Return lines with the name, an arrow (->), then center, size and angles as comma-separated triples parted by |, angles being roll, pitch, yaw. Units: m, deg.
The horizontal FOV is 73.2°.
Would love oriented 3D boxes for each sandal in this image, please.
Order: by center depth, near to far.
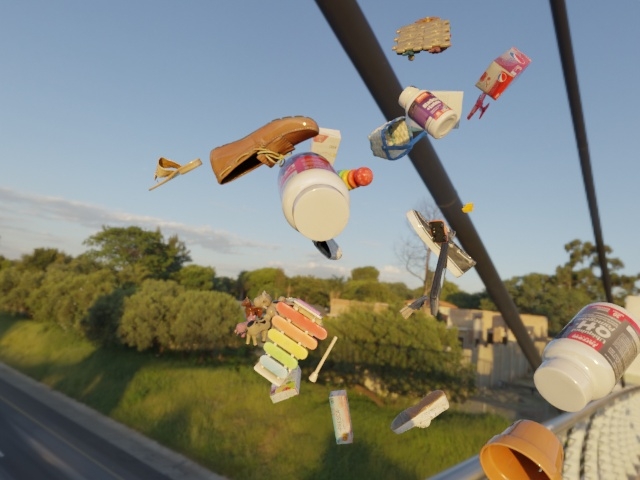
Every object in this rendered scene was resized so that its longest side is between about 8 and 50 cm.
sandal -> -0.481, -0.236, 1.379 | 0.240, 0.079, 0.088 | -17, 20, 32

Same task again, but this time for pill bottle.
pill bottle -> 0.721, 0.314, 1.167 | 0.319, 0.176, 0.176 | -28, 10, -30
pill bottle -> 0.360, -0.442, 1.465 | 0.193, 0.108, 0.108 | 49, 13, 26
pill bottle -> -0.026, -0.154, 1.480 | 0.229, 0.229, 0.407 | 8, 21, -12

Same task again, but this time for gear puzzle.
gear puzzle -> 0.333, -0.664, 1.401 | 0.176, 0.339, 0.044 | -1, -48, 17

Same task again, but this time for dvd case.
dvd case -> 0.366, 0.122, 1.328 | 0.022, 0.180, 0.253 | 12, -17, 19

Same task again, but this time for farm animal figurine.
farm animal figurine -> -0.222, 0.325, 1.944 | 0.327, 0.172, 0.330 | 1, 16, -14

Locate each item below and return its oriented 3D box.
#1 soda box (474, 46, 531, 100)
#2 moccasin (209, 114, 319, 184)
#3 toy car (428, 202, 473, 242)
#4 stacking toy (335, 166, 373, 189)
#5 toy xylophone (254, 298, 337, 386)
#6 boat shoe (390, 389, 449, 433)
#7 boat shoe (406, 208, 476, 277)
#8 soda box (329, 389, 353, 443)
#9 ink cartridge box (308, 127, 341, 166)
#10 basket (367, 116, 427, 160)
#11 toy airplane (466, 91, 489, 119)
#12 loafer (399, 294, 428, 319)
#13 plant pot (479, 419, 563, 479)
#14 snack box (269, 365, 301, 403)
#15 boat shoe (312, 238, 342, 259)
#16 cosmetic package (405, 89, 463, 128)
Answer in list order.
soda box -> 0.585, -0.533, 1.370 | 0.083, 0.263, 0.092 | 41, -44, 9
moccasin -> -0.179, -0.288, 1.398 | 0.380, 0.147, 0.139 | -20, -13, 6
toy car -> 0.299, -0.039, 0.963 | 0.122, 0.060, 0.040 | -26, 13, 39
stacking toy -> 0.131, -0.285, 2.073 | 0.141, 0.141, 0.330 | 12, -7, -34
toy xylophone -> -0.082, 0.368, 1.525 | 0.236, 0.322, 0.081 | 24, 9, 11
boat shoe -> 0.431, 0.755, 1.839 | 0.277, 0.096, 0.098 | -30, 5, -6
boat shoe -> 0.428, -0.008, 1.525 | 0.102, 0.301, 0.108 | -41, -2, 19
soda box -> 0.078, 0.656, 1.604 | 0.063, 0.183, 0.058 | -9, 1, 9
ink cartridge box -> 0.009, -0.391, 1.900 | 0.115, 0.067, 0.198 | 6, -48, -13
basket -> 0.419, -0.539, 2.272 | 0.255, 0.201, 0.289 | -36, 23, -29
toy airplane -> 0.626, -0.527, 1.681 | 0.028, 0.151, 0.151 | 23, -10, -5
loafer -> 0.342, 0.240, 1.551 | 0.045, 0.039, 0.125 | -4, -30, -51
plant pot -> 0.794, 0.838, 1.661 | 0.203, 0.290, 0.291 | -31, 17, -39
snack box -> -0.126, 0.520, 1.570 | 0.100, 0.037, 0.141 | -21, 15, 8
boat shoe -> 0.000, 0.000, 2.197 | 0.088, 0.267, 0.096 | -5, -38, -50
cosmetic package -> 0.480, -0.559, 1.834 | 0.184, 0.151, 0.151 | -5, 22, -17
